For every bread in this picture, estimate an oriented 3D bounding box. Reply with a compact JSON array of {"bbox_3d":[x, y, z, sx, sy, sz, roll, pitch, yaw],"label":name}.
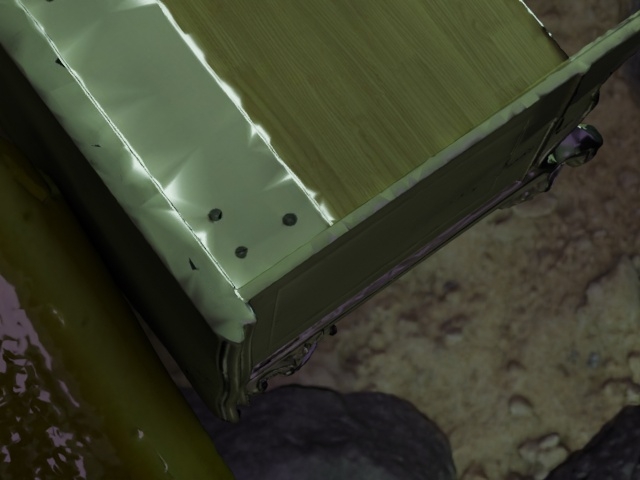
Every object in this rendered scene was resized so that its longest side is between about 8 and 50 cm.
[{"bbox_3d":[-0.208,0.140,1.031,0.251,0.208,0.376,-36,104,-22],"label":"bread"}]

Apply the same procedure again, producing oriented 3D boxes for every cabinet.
[{"bbox_3d":[-0.014,-0.108,1.017,0.318,0.227,0.290,-35,77,-13],"label":"cabinet"}]
